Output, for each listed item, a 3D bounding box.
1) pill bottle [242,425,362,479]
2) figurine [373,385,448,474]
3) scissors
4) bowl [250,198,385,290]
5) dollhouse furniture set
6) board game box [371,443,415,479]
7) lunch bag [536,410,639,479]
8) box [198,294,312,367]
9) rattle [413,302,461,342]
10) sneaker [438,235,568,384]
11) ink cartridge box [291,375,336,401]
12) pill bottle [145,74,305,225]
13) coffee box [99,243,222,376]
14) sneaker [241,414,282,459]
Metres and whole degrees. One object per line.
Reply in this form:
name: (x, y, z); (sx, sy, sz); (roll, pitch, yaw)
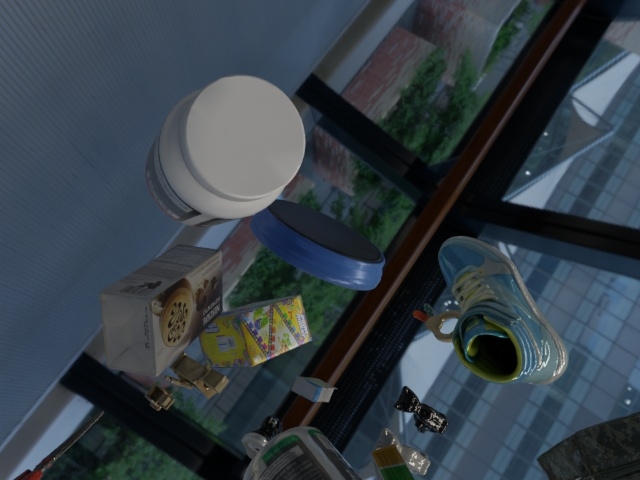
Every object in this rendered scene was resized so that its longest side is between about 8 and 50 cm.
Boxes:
pill bottle: (0.022, 0.536, 0.960); (0.204, 0.361, 0.204); (-17, 123, -29)
figurine: (0.255, 0.557, 1.523); (0.209, 0.092, 0.215); (45, 66, -33)
scissors: (-0.462, 0.383, 0.865); (0.109, 0.021, 0.297); (-9, -164, 40)
bowl: (0.000, 0.000, 1.434); (0.077, 0.391, 0.391); (-64, 167, 15)
dollhouse furniture set: (-0.345, 0.418, 1.403); (0.161, 0.182, 0.101); (-50, 136, -27)
board game box: (0.213, 0.679, 1.209); (0.064, 0.316, 0.242); (-17, -160, -8)
lunch bag: (0.641, 0.539, 1.121); (0.212, 0.256, 0.305); (-14, 148, -10)
box: (-0.240, 0.325, 1.869); (0.279, 0.177, 0.290); (-14, 179, -45)
rattle: (0.427, 0.305, 1.785); (0.143, 0.199, 0.130); (39, 67, -39)
sneaker: (0.277, 0.108, 0.908); (0.208, 0.319, 0.127); (6, 131, -45)
ink cartridge box: (-0.009, 0.269, 0.942); (0.083, 0.048, 0.028); (31, 80, -58)
pill bottle: (-0.169, -0.135, 0.874); (0.210, 0.210, 0.363); (-53, -162, -16)
coffee box: (-0.325, 0.135, 1.123); (0.297, 0.119, 0.168); (-48, 143, -67)
sneaker: (-0.155, 0.530, 1.448); (0.121, 0.079, 0.217); (-58, 169, -34)
